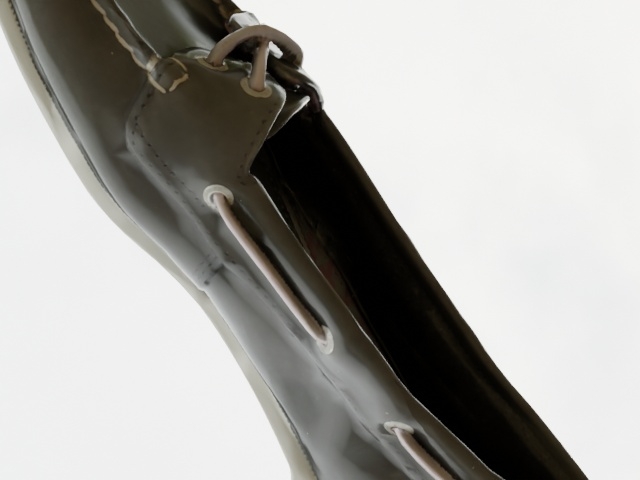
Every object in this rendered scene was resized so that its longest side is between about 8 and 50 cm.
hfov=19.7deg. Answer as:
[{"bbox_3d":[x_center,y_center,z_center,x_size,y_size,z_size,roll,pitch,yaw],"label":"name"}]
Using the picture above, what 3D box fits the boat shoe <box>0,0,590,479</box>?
[{"bbox_3d":[0.000,0.000,0.680,0.335,0.095,0.112,60,-153,-8],"label":"boat shoe"}]
